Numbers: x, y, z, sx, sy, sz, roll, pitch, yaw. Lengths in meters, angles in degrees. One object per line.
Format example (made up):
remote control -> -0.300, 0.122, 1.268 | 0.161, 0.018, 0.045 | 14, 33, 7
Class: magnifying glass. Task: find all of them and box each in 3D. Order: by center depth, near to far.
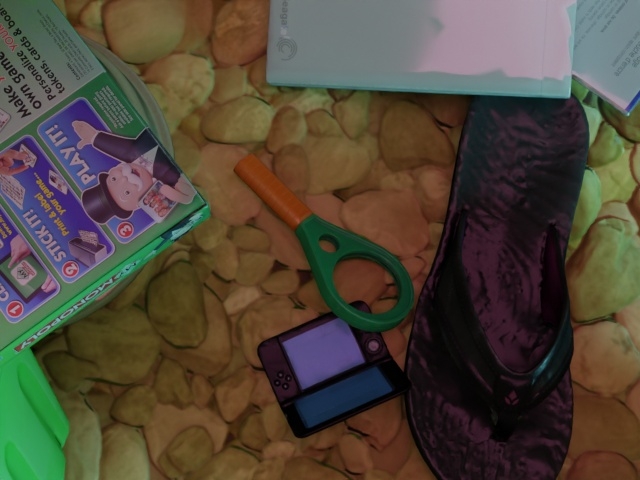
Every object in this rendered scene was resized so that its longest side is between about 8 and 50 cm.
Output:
magnifying glass -> 0.000, 0.000, 1.232 | 0.231, 0.026, 0.092 | 46, 53, 12

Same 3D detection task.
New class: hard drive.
hard drive -> 0.103, -0.252, 1.240 | 0.307, 0.040, 0.203 | 4, 93, 10

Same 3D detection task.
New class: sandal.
sandal -> 0.176, 0.042, 1.197 | 0.167, 0.107, 0.445 | 6, 77, 0

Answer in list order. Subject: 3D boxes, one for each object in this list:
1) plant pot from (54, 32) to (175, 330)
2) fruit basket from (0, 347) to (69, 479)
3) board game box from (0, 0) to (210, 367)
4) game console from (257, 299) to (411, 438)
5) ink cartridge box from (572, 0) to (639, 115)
plant pot -> -0.310, -0.095, 1.111 | 0.334, 0.305, 0.334 | 0, 78, -2
fruit basket -> -0.428, 0.165, 0.971 | 0.392, 0.392, 0.283 | -4, 37, -3
board game box -> -0.262, -0.084, 0.930 | 0.213, 0.046, 0.317 | -36, 81, -8
game console -> 0.011, 0.122, 1.194 | 0.122, 0.071, 0.107 | -23, 80, -7
ink cartridge box -> 0.277, -0.323, 1.301 | 0.307, 0.072, 0.303 | 39, 78, 5
